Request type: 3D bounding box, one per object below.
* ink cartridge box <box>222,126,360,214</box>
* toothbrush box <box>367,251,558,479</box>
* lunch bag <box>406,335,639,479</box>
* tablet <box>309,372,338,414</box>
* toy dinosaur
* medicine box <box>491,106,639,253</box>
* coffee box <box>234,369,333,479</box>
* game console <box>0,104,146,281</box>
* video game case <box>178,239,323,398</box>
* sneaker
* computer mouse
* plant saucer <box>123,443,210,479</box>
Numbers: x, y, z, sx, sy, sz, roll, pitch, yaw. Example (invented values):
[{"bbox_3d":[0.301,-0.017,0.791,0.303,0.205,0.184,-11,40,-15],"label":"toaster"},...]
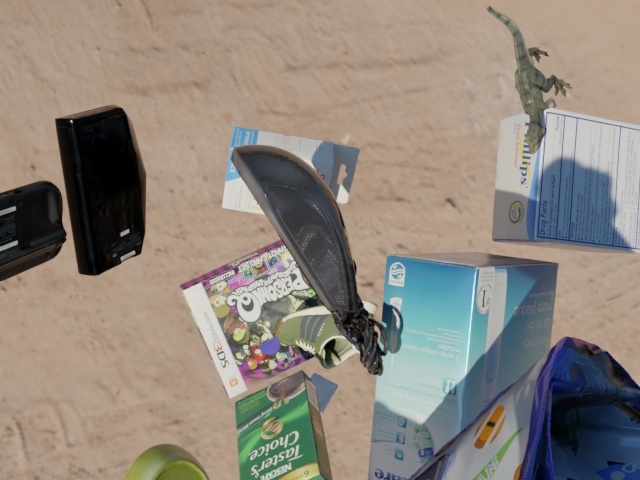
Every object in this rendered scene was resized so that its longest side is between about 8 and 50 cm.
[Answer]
[{"bbox_3d":[-0.041,-0.089,1.176,0.181,0.104,0.061,8,38,-5],"label":"ink cartridge box"},{"bbox_3d":[0.176,0.166,1.014,0.216,0.126,0.295,1,96,-51],"label":"toothbrush box"},{"bbox_3d":[0.147,0.307,0.589,0.239,0.328,0.385,15,42,-25],"label":"lunch bag"},{"bbox_3d":[-0.011,0.255,1.316,0.054,0.006,0.083,33,84,-29],"label":"tablet"},{"bbox_3d":[0.375,-0.293,1.472,0.118,0.064,0.268,-20,94,-40],"label":"toy dinosaur"},{"bbox_3d":[0.516,-0.114,1.702,0.289,0.149,0.263,6,87,-23],"label":"medicine box"},{"bbox_3d":[-0.050,0.259,1.062,0.040,0.113,0.184,56,13,-33],"label":"coffee box"},{"bbox_3d":[-0.340,-0.041,1.038,0.361,0.044,0.213,-34,125,-58],"label":"game console"},{"bbox_3d":[-0.089,0.121,1.384,0.232,0.042,0.210,-24,109,-13],"label":"video game case"},{"bbox_3d":[0.001,0.147,1.222,0.064,0.192,0.086,31,53,-38],"label":"sneaker"},{"bbox_3d":[0.000,0.000,0.888,0.072,0.188,0.272,-32,116,-2],"label":"computer mouse"},{"bbox_3d":[-0.248,0.466,1.409,0.241,0.037,0.241,28,56,-53],"label":"plant saucer"}]
